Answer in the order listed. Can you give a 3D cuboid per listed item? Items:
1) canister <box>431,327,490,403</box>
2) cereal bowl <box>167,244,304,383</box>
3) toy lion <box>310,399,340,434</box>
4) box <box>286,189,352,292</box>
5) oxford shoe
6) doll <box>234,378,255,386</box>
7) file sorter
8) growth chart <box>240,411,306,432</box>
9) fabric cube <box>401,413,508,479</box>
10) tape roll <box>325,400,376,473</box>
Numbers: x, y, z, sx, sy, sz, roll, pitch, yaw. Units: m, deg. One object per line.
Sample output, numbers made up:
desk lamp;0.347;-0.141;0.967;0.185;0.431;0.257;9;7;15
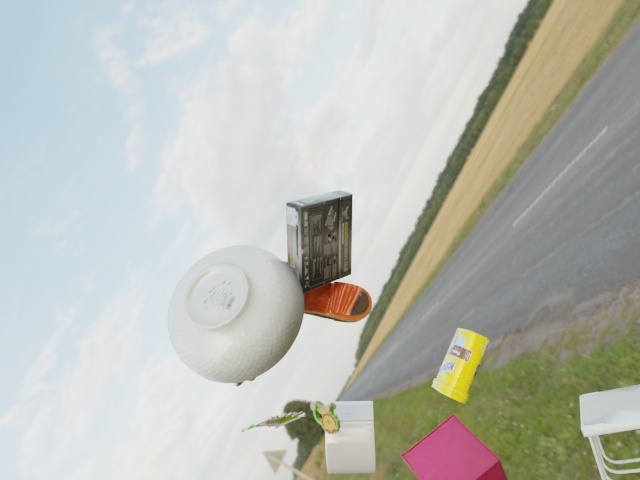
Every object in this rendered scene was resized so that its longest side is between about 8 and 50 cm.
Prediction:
canister;0.357;0.314;1.418;0.126;0.074;0.169;129;166;-84
cereal bowl;-0.217;0.153;1.314;0.338;0.339;0.141;-59;-30;-17
toy lion;0.019;0.548;1.723;0.034;0.100;0.095;-10;-88;-45
box;0.000;0.000;1.428;0.183;0.056;0.230;-19;-63;-40
oxford shoe;-0.046;0.156;1.543;0.132;0.364;0.129;106;-177;-68
doll;-0.223;0.382;1.691;0.129;0.046;0.189;-50;-26;-24
file sorter;0.677;0.424;1.181;0.193;0.172;0.278;-18;-8;23
growth chart;-0.176;0.703;2.175;0.172;0.021;0.237;-31;-28;23
fabric cube;0.485;0.834;1.975;0.254;0.259;0.258;-34;-58;-9
tape roll;0.108;0.695;1.977;0.246;0.169;0.245;-3;-90;-85
